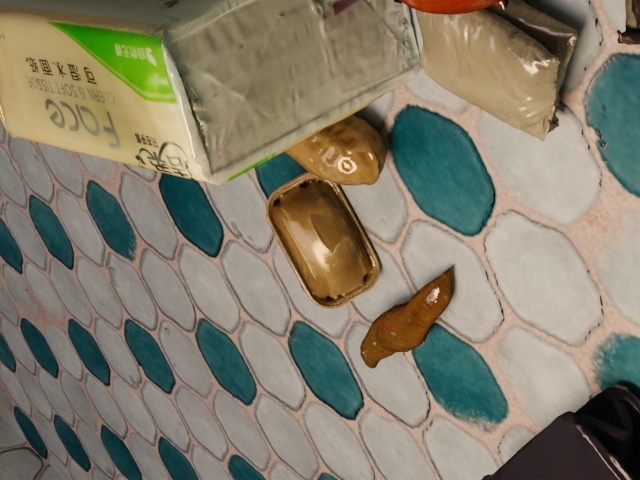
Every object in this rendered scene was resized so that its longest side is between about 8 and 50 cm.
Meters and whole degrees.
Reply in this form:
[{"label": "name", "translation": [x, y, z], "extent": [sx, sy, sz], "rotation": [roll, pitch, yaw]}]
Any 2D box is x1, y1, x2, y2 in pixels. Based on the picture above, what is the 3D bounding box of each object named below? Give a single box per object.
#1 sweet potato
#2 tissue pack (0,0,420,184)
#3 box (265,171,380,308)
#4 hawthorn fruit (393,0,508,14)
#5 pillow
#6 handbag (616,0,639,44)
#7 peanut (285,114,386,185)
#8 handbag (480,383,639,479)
[{"label": "sweet potato", "translation": [0.112, 0.107, 1.686], "extent": [0.067, 0.067, 0.274], "rotation": [54, 147, 9]}, {"label": "tissue pack", "translation": [-0.149, -0.224, 1.460], "extent": [0.405, 0.332, 0.205], "rotation": [17, 131, 45]}, {"label": "box", "translation": [0.000, 0.000, 1.717], "extent": [0.177, 0.111, 0.111], "rotation": [61, 152, -4]}, {"label": "hawthorn fruit", "translation": [0.118, -0.283, 1.171], "extent": [0.185, 0.185, 0.202], "rotation": [22, 156, 49]}, {"label": "pillow", "translation": [0.171, -0.184, 1.281], "extent": [0.181, 0.078, 0.134], "rotation": [37, 148, 30]}, {"label": "handbag", "translation": [0.290, -0.294, 0.891], "extent": [0.327, 0.163, 0.325], "rotation": [4, 119, 64]}, {"label": "peanut", "translation": [-0.009, -0.143, 1.593], "extent": [0.226, 0.095, 0.108], "rotation": [42, 152, 28]}, {"label": "handbag", "translation": [0.331, 0.335, 1.495], "extent": [0.269, 0.118, 0.325], "rotation": [58, 154, 17]}]
